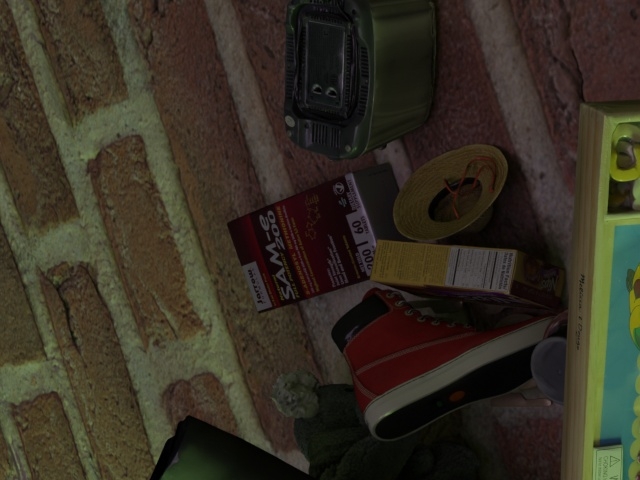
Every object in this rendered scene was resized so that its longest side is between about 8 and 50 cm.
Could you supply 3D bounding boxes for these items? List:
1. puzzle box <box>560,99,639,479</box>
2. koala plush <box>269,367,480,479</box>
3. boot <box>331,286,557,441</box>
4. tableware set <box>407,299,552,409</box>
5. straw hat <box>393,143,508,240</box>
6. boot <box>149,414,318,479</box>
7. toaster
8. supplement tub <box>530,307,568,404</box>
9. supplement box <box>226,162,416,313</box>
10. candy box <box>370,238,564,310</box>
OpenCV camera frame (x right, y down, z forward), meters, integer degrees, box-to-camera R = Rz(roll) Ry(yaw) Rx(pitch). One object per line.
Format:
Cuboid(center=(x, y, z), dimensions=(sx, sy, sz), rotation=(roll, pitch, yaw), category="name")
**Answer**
Cuboid(center=(0.363, 0.069, 1.265), dimensions=(0.052, 0.272, 0.409), rotation=(-133, 40, -68), category="puzzle box")
Cuboid(center=(0.035, 0.249, 1.659), dimensions=(0.203, 0.196, 0.221), rotation=(-46, 38, 2), category="koala plush")
Cuboid(center=(0.139, 0.098, 1.522), dimensions=(0.088, 0.244, 0.176), rotation=(67, 180, -52), category="boot")
Cuboid(center=(0.192, 0.130, 1.589), dimensions=(0.194, 0.039, 0.128), rotation=(-5, 88, 38), category="tableware set")
Cuboid(center=(0.159, -0.037, 1.544), dimensions=(0.144, 0.144, 0.061), rotation=(3, 145, 42), category="straw hat")
Cuboid(center=(0.047, 0.298, 1.405), dimensions=(0.445, 0.146, 0.367), rotation=(31, 140, -1), category="boot")
Cuboid(center=(0.046, -0.207, 1.543), dimensions=(0.129, 0.146, 0.227), rotation=(16, 114, 38), category="toaster")
Cuboid(center=(0.293, 0.104, 1.374), dimensions=(0.106, 0.198, 0.106), rotation=(16, 114, 39), category="supplement tub")
Cuboid(center=(0.000, 0.000, 1.701), dimensions=(0.239, 0.073, 0.130), rotation=(-21, 89, 45), category="supplement box")
Cuboid(center=(0.163, 0.038, 1.524), dimensions=(0.186, 0.109, 0.053), rotation=(6, 81, 39), category="candy box")
